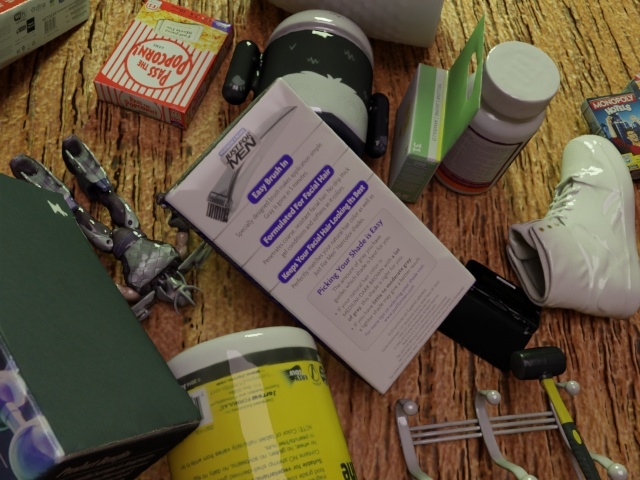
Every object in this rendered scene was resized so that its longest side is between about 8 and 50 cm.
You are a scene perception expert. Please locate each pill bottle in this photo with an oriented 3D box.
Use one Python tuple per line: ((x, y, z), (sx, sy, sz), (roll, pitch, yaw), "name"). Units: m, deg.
((0.243, -0.168, 0.864), (0.121, 0.221, 0.121), (4, 64, -7), "pill bottle")
((-0.050, 0.274, 0.624), (0.187, 0.188, 0.334), (-12, 67, -14), "pill bottle")

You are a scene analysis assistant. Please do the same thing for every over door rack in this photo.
((0.231, 0.328, 0.686), (0.239, 0.108, 0.325), (-3, 65, -9), "over door rack")

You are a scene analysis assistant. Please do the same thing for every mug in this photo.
((0.054, -0.498, 0.997), (0.327, 0.276, 0.374), (12, 33, 5), "mug")

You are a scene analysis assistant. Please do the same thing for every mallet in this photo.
((0.273, 0.206, 0.698), (0.062, 0.039, 0.190), (1, 48, -6), "mallet")

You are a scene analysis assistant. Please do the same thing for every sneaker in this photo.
((0.355, -0.037, 0.878), (0.169, 0.108, 0.293), (7, 64, -13), "sneaker")

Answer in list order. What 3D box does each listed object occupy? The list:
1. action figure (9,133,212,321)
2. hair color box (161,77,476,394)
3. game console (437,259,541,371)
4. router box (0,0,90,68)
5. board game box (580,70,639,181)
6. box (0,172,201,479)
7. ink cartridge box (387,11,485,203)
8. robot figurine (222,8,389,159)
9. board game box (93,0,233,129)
((-0.263, -0.009, 0.782), (0.285, 0.099, 0.185), (43, 61, 9), "action figure")
((0.000, 0.000, 0.721), (0.339, 0.110, 0.185), (44, 80, -15), "hair color box")
((0.236, 0.102, 0.850), (0.122, 0.071, 0.107), (33, 34, 7), "game console")
((-0.552, -0.349, 0.849), (0.301, 0.082, 0.336), (23, 43, 2), "router box")
((0.533, -0.195, 1.013), (0.194, 0.060, 0.194), (-10, 65, -13), "board game box")
((-0.366, 0.167, 0.532), (0.395, 0.212, 0.294), (-40, 73, 5), "box")
((0.156, -0.182, 0.850), (0.056, 0.235, 0.171), (12, 63, -4), "ink cartridge box")
((-0.013, -0.197, 0.872), (0.173, 0.209, 0.278), (-6, 61, 27), "robot figurine")
((-0.239, -0.280, 0.944), (0.146, 0.045, 0.194), (19, 63, 1), "board game box")
